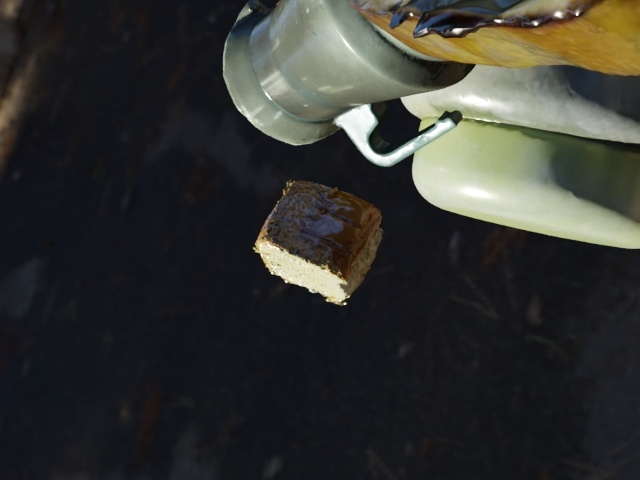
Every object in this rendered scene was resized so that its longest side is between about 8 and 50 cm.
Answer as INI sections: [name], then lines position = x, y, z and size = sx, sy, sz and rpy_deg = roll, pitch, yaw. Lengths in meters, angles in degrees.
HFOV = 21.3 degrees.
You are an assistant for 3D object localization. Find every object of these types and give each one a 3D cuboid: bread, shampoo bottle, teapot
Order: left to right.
[bread]
position = 0.000, -0.002, 1.288
size = 0.077, 0.083, 0.070
rpy_deg = 79, -147, -67
[teapot]
position = 0.036, -0.166, 1.448
size = 0.171, 0.203, 0.225
rpy_deg = -44, 9, -36
[shampoo bottle]
position = 0.241, -0.163, 1.658
size = 0.322, 0.322, 0.317
rpy_deg = 6, 84, 61

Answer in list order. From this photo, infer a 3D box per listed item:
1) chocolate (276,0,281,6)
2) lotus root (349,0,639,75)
[chocolate]
position = 0.004, -0.192, 1.728
size = 0.133, 0.127, 0.124
rpy_deg = -50, 41, 38
[lotus root]
position = 0.162, -0.254, 1.023
size = 0.375, 0.111, 0.391
rpy_deg = -36, 41, 27
